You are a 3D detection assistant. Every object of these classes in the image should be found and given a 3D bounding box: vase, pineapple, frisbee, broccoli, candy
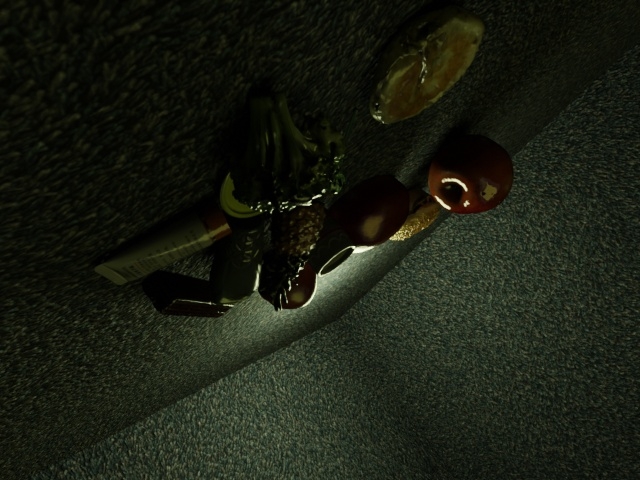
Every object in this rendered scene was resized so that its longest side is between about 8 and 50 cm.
[{"bbox_3d":[-0.226,0.021,1.335,0.251,0.156,0.301,-59,174,-40],"label":"vase"},{"bbox_3d":[-0.091,0.039,1.373,0.169,0.169,0.340,-3,108,-62],"label":"pineapple"},{"bbox_3d":[-0.148,-0.151,1.145,0.236,0.017,0.236,-33,151,-22],"label":"frisbee"},{"bbox_3d":[-0.075,-0.185,0.956,0.263,0.247,0.243,-9,121,3],"label":"broccoli"},{"bbox_3d":[0.060,-0.247,1.320,0.091,0.083,0.305,-23,150,-36],"label":"candy"}]

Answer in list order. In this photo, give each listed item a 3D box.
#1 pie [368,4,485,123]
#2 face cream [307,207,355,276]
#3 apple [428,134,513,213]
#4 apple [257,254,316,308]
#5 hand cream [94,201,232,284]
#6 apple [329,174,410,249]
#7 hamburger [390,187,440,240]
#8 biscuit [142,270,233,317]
[{"bbox_3d":[0.257,-0.431,1.164,0.339,0.077,0.339,-30,157,-14],"label":"pie"},{"bbox_3d":[0.000,0.000,1.609,0.175,0.195,0.175,-34,162,-13],"label":"face cream"},{"bbox_3d":[0.616,-0.266,1.919,0.277,0.348,0.348,-44,169,-33],"label":"apple"},{"bbox_3d":[-0.131,0.144,1.723,0.230,0.230,0.230,-34,163,-12],"label":"apple"},{"bbox_3d":[-0.367,0.020,1.115,0.314,0.089,0.140,-29,161,-12],"label":"hand cream"},{"bbox_3d":[0.183,-0.106,1.841,0.365,0.295,0.329,-27,-162,-27],"label":"apple"},{"bbox_3d":[0.429,-0.114,2.217,0.302,0.170,0.302,-33,162,-12],"label":"hamburger"},{"bbox_3d":[-0.394,0.172,1.420,0.073,0.107,0.388,-39,163,4],"label":"biscuit"}]
